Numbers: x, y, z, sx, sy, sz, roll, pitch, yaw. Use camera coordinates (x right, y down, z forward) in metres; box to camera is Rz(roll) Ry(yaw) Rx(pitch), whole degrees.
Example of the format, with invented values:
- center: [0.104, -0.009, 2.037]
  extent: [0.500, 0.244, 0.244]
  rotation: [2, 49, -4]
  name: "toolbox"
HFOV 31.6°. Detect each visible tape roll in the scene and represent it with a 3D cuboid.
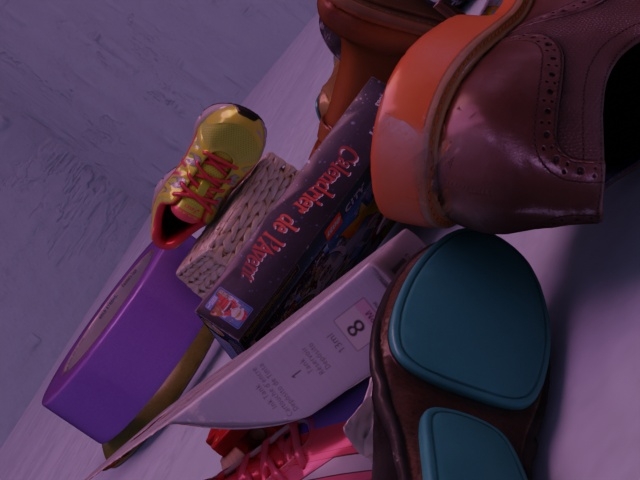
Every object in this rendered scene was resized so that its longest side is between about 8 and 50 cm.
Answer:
- center: [-0.228, 0.113, 1.405]
  extent: [0.275, 0.090, 0.275]
  rotation: [-51, 12, 16]
  name: "tape roll"

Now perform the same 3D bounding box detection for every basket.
- center: [-0.072, -0.002, 1.269]
  extent: [0.113, 0.103, 0.167]
  rotation: [-34, 22, 57]
  name: "basket"

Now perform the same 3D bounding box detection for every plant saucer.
- center: [-0.216, 0.182, 1.466]
  extent: [0.241, 0.037, 0.241]
  rotation: [-50, 11, 14]
  name: "plant saucer"

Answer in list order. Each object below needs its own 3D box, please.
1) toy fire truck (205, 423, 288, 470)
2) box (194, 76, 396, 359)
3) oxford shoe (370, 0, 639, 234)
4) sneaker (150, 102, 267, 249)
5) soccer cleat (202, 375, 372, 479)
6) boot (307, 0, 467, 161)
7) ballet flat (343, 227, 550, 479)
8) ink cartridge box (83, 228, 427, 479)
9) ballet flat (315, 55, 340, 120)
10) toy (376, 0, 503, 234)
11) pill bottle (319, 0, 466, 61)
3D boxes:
- center: [-0.057, 0.165, 0.856]
  extent: [0.192, 0.047, 0.135]
  rotation: [-45, 14, 32]
  name: "toy fire truck"
- center: [0.000, 0.000, 0.925]
  extent: [0.233, 0.044, 0.159]
  rotation: [-53, -19, -13]
  name: "box"
- center: [0.169, -0.107, 0.670]
  extent: [0.364, 0.132, 0.130]
  rotation: [-48, -38, -41]
  name: "oxford shoe"
- center: [-0.125, -0.061, 1.229]
  extent: [0.208, 0.081, 0.094]
  rotation: [-51, 17, 40]
  name: "sneaker"
- center: [-0.042, 0.164, 0.678]
  extent: [0.248, 0.095, 0.083]
  rotation: [-50, 12, 17]
  name: "soccer cleat"
- center: [0.031, -0.125, 1.014]
  extent: [0.220, 0.109, 0.283]
  rotation: [-52, -16, 18]
  name: "boot"
- center: [0.053, 0.096, 0.527]
  extent: [0.096, 0.095, 0.280]
  rotation: [-61, 6, 30]
  name: "ballet flat"
- center: [-0.027, 0.087, 0.726]
  extent: [0.232, 0.066, 0.189]
  rotation: [-42, -2, 12]
  name: "ink cartridge box"
- center: [0.052, -0.223, 1.565]
  extent: [0.073, 0.080, 0.232]
  rotation: [-16, 30, 23]
  name: "ballet flat"
- center: [0.124, -0.115, 0.906]
  extent: [0.237, 0.056, 0.137]
  rotation: [-55, -10, -32]
  name: "toy"
- center: [0.114, -0.321, 1.408]
  extent: [0.245, 0.130, 0.130]
  rotation: [-43, 15, 41]
  name: "pill bottle"
